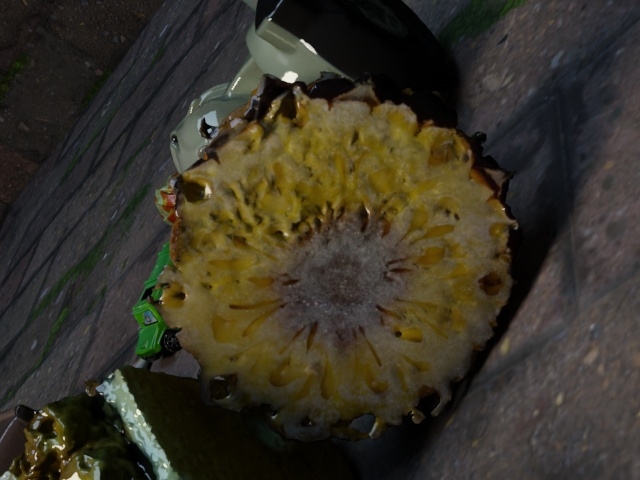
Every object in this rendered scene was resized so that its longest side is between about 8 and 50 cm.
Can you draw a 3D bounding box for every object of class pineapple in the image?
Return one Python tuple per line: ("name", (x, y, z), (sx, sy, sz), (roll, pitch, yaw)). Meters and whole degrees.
("pineapple", (0.000, 0.000, 0.820), (0.262, 0.262, 0.272), (-58, 7, 0))

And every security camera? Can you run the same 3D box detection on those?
("security camera", (-0.025, -0.123, 1.046), (0.277, 0.191, 0.197), (-51, 21, 25))

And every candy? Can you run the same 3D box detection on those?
("candy", (-0.124, -0.074, 1.388), (0.288, 0.078, 0.084), (-15, 35, 51))

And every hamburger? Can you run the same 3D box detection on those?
("hamburger", (-0.094, 0.206, 0.708), (0.167, 0.288, 0.192), (-47, 54, 20))

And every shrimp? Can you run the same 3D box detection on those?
("shrimp", (-0.324, 0.230, 1.465), (0.083, 0.023, 0.114), (-62, 24, -1))

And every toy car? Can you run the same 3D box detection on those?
("toy car", (-0.189, 0.071, 1.320), (0.071, 0.062, 0.165), (-23, 40, 56))

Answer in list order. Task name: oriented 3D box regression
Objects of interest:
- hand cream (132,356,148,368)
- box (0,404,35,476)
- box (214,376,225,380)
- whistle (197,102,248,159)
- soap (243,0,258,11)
("hand cream", (-0.258, 0.210, 1.323), (0.076, 0.047, 0.174), (-42, 18, 41))
("box", (-0.312, 0.289, 1.126), (0.252, 0.188, 0.153), (-20, 42, 56))
("box", (-0.070, 0.139, 0.967), (0.103, 0.055, 0.243), (-16, 45, 62))
("whistle", (0.002, -0.080, 0.928), (0.107, 0.220, 0.057), (86, 179, -56))
("soap", (0.016, -0.451, 1.511), (0.347, 0.115, 0.208), (-34, 31, 48))
